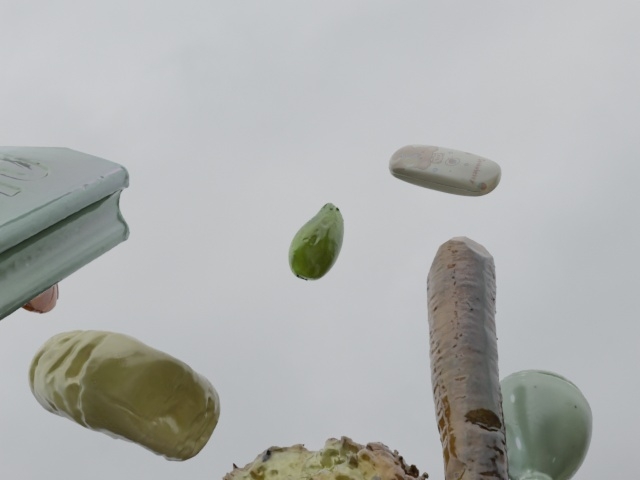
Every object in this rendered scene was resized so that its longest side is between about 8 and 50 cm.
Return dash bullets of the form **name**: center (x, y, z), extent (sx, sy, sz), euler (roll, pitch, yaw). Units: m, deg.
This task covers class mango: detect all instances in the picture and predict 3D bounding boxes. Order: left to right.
- **mango**: center (0.000, 0.000, 1.365), extent (0.074, 0.165, 0.091), euler (-3, -40, 43)

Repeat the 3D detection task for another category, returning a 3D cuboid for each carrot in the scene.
- **carrot**: center (0.121, 0.114, 0.625), extent (0.066, 0.314, 0.066), euler (4, -48, 4)

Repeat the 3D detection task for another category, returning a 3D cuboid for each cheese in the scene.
- **cheese**: center (-0.246, 0.196, 0.942), extent (0.214, 0.117, 0.226), euler (4, -31, 34)

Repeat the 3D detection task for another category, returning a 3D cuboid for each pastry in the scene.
- **pastry**: center (0.029, 0.458, 1.091), extent (0.405, 0.292, 0.337), euler (-23, -85, 49)

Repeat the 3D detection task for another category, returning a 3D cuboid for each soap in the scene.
- **soap**: center (-0.325, -0.008, 0.689), extent (0.173, 0.289, 0.095), euler (17, -63, 15)

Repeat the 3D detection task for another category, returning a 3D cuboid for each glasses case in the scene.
- **glasses case**: center (0.211, -0.122, 1.293), extent (0.081, 0.204, 0.051), euler (-47, -42, -35)

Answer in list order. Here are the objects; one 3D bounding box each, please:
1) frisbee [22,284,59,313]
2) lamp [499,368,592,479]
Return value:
- **frisbee**: center (-0.491, 0.031, 1.247), extent (0.035, 0.192, 0.192), euler (-28, -53, 8)
- **lamp**: center (0.200, 0.201, 0.694), extent (0.106, 0.193, 0.106), euler (6, -59, 10)
